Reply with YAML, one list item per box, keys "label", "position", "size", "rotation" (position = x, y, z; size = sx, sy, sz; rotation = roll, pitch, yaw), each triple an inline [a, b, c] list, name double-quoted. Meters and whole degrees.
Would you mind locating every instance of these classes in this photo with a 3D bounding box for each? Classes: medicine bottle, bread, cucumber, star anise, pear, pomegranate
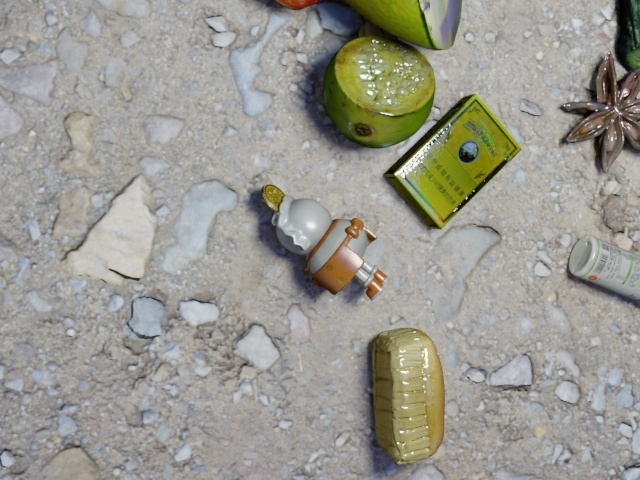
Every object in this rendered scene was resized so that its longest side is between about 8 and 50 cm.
- label: "medicine bottle"
  position: [0.575, 0.058, 1.993]
  size: [0.183, 0.086, 0.086]
  rotation: [22, 87, -15]
- label: "bread"
  position: [0.159, 0.277, 1.861]
  size: [0.106, 0.140, 0.236]
  rotation: [-4, 97, -19]
- label: "cucumber"
  position: [0.608, -0.406, 1.984]
  size: [0.115, 0.086, 0.193]
  rotation: [-7, 94, -59]
- label: "star anise"
  position: [0.566, -0.235, 1.983]
  size: [0.197, 0.073, 0.212]
  rotation: [41, 85, -10]
- label: "pear"
  position: [0.113, -0.507, 1.738]
  size: [0.165, 0.399, 0.399]
  rotation: [-2, 94, 20]
- label: "pomegranate"
  position: [0.084, -0.268, 1.815]
  size: [0.190, 0.159, 0.241]
  rotation: [-20, 70, -22]

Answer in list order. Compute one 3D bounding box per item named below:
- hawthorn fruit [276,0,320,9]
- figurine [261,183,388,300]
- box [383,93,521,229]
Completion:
- label: "hawthorn fruit"
  position: [-0.054, -0.479, 1.752]
  size: [0.173, 0.173, 0.179]
  rotation: [-20, 120, -14]
- label: "figurine"
  position: [0.008, -0.004, 1.809]
  size: [0.143, 0.143, 0.271]
  rotation: [-39, 103, -10]
- label: "box"
  position: [0.244, -0.145, 1.904]
  size: [0.220, 0.064, 0.141]
  rotation: [-44, 102, -11]
